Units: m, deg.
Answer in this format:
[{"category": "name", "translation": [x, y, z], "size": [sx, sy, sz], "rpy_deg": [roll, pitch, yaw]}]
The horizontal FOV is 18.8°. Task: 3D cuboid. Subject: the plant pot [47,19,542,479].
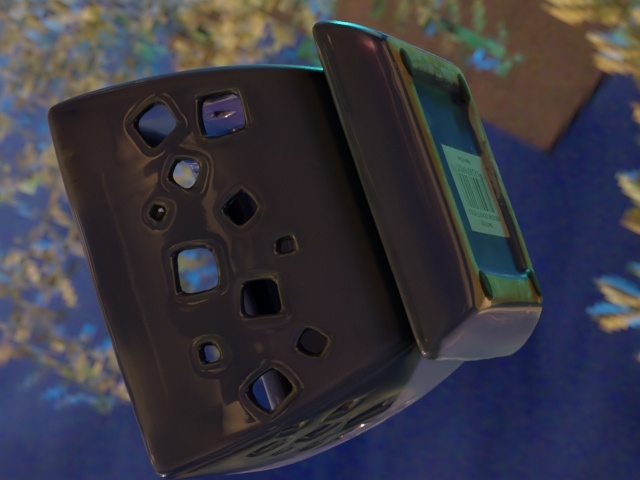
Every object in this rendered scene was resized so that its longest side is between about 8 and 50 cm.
[{"category": "plant pot", "translation": [0.000, 0.000, 1.182], "size": [0.212, 0.236, 0.236], "rpy_deg": [-22, -99, 17]}]
